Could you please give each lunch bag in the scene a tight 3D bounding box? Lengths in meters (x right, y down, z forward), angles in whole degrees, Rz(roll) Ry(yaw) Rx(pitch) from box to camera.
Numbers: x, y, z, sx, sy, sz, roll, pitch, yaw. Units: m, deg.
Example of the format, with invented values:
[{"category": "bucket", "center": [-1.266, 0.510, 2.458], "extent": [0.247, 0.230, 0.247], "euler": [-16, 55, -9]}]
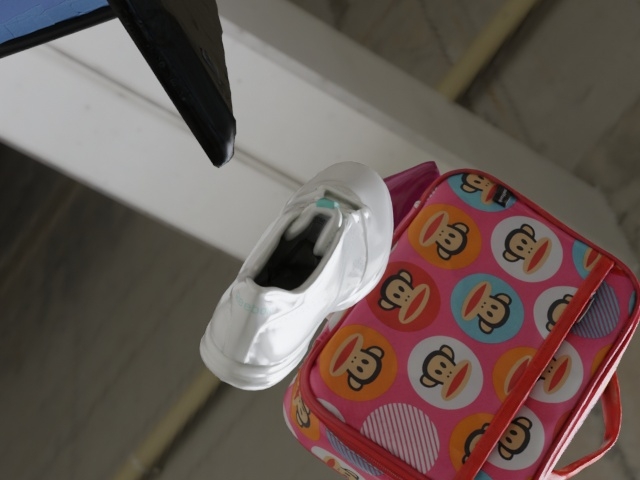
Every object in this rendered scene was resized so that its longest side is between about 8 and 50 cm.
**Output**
[{"category": "lunch bag", "center": [0.138, 0.109, 1.272], "extent": [0.293, 0.258, 0.120], "euler": [-53, 175, -26]}]

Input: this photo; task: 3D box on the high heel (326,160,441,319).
[{"category": "high heel", "center": [0.140, 0.050, 1.530], "extent": [0.181, 0.377, 0.127], "euler": [-42, -123, 14]}]

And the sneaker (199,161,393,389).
[{"category": "sneaker", "center": [0.000, 0.000, 0.933], "extent": [0.212, 0.080, 0.094], "euler": [-56, 168, -47]}]

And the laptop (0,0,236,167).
[{"category": "laptop", "center": [-0.144, -0.133, 0.443], "extent": [0.137, 0.234, 0.264], "euler": [-30, -155, 7]}]
